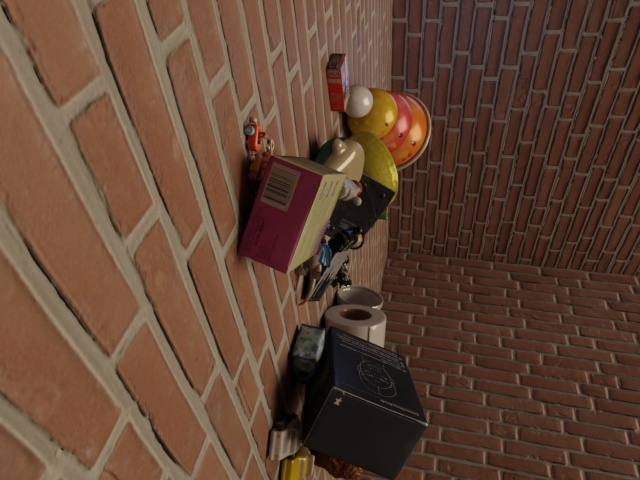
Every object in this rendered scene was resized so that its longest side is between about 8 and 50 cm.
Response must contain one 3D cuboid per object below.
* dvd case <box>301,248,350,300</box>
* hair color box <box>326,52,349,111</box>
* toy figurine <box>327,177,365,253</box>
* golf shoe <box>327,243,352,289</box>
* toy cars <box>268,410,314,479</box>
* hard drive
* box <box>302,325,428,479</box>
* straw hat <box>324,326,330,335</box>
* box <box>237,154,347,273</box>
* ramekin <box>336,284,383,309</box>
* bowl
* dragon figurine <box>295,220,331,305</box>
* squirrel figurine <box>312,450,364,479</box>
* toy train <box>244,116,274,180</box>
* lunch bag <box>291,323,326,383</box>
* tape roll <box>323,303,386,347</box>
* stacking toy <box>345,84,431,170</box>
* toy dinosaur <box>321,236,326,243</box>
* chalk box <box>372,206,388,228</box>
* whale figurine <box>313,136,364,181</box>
[{"bbox_3d":[0.029,0.095,1.603,0.238,0.030,0.179,-59,166,0],"label":"dvd case"},{"bbox_3d":[0.061,-0.529,1.624,0.167,0.054,0.093,77,23,-52],"label":"hair color box"},{"bbox_3d":[0.011,-0.071,1.252,0.148,0.213,0.209,-10,101,-64],"label":"toy figurine"},{"bbox_3d":[0.051,0.073,1.806,0.272,0.105,0.120,79,-1,-53],"label":"golf shoe"},{"bbox_3d":[-0.074,0.641,1.472,0.393,0.087,0.176,82,18,-46],"label":"toy cars"},{"bbox_3d":[0.121,-0.107,1.660,0.254,0.172,0.054,-54,-150,20],"label":"hard drive"},{"bbox_3d":[0.122,0.485,1.505,0.395,0.294,0.211,-89,-156,-76],"label":"box"},{"bbox_3d":[0.004,0.382,1.744,0.061,0.145,0.144,12,81,-35],"label":"straw hat"},{"bbox_3d":[-0.054,-0.067,1.057,0.243,0.117,0.213,-30,143,-73],"label":"box"},{"bbox_3d":[0.165,0.288,2.125,0.207,0.207,0.108,-53,155,-66],"label":"ramekin"},{"bbox_3d":[0.131,-0.233,1.753,0.156,0.289,0.289,-26,134,-24],"label":"bowl"},{"bbox_3d":[-0.016,0.050,1.467,0.144,0.085,0.289,-49,142,-68],"label":"dragon figurine"},{"bbox_3d":[0.092,0.677,1.835,0.397,0.281,0.370,42,48,-77],"label":"squirrel figurine"},{"bbox_3d":[-0.113,-0.184,1.025,0.166,0.046,0.125,9,87,-77],"label":"toy train"},{"bbox_3d":[-0.037,0.359,1.512,0.128,0.096,0.151,-72,174,-45],"label":"lunch bag"},{"bbox_3d":[0.133,0.370,1.909,0.246,0.246,0.169,-38,132,-73],"label":"tape roll"},{"bbox_3d":[0.211,-0.490,1.937,0.480,0.351,0.350,10,86,-58],"label":"stacking toy"},{"bbox_3d":[0.000,0.000,1.611,0.112,0.064,0.211,-87,-174,-59],"label":"toy dinosaur"},{"bbox_3d":[0.242,-0.204,2.286,0.180,0.179,0.288,-56,150,-66],"label":"chalk box"},{"bbox_3d":[0.020,-0.217,1.478,0.272,0.141,0.216,-35,141,-42],"label":"whale figurine"}]
